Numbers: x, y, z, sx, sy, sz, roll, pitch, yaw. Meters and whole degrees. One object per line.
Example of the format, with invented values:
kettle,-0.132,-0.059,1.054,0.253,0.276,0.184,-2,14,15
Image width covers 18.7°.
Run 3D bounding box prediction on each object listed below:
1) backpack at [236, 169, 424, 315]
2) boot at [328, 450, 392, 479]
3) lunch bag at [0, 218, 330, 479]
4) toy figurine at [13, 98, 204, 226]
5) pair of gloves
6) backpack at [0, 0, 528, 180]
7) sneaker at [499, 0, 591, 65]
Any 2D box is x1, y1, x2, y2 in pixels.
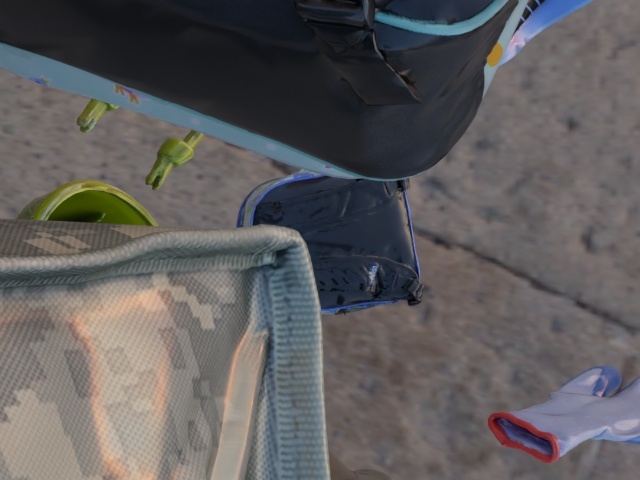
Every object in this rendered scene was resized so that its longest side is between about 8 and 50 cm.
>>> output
backpack,0.000,0.000,1.324,0.114,0.084,0.105,-10,96,-18
boot,-0.007,0.141,1.224,0.082,0.219,0.106,-23,84,17
lunch bag,-0.159,0.082,0.319,0.287,0.235,0.169,2,80,-58
toy figurine,-0.248,-0.068,1.031,0.362,0.217,0.191,39,56,-53
pair of gloves,0.195,0.111,1.004,0.159,0.198,0.023,-10,114,-38
backpack,-0.012,-0.120,0.521,0.165,0.144,0.188,18,67,1
sneaker,0.125,-0.183,1.379,0.232,0.081,0.090,-34,105,-22
